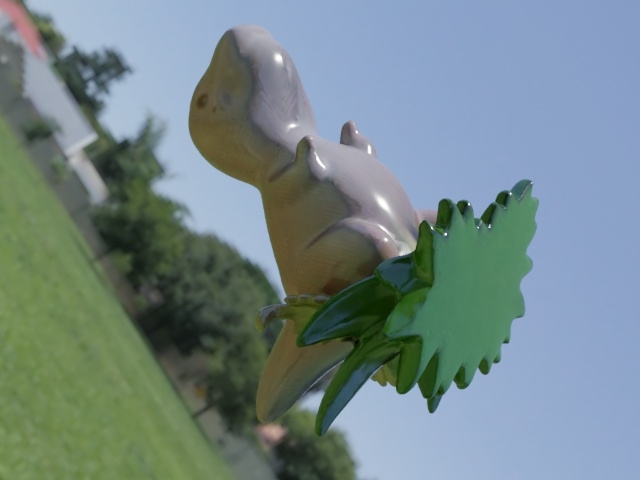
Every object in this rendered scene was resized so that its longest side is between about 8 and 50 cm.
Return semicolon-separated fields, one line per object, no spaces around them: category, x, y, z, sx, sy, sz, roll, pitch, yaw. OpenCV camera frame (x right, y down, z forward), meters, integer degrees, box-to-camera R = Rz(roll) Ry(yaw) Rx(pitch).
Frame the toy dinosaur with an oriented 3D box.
toy dinosaur;-0.004;0.003;0.793;0.177;0.152;0.194;15;-65;33
